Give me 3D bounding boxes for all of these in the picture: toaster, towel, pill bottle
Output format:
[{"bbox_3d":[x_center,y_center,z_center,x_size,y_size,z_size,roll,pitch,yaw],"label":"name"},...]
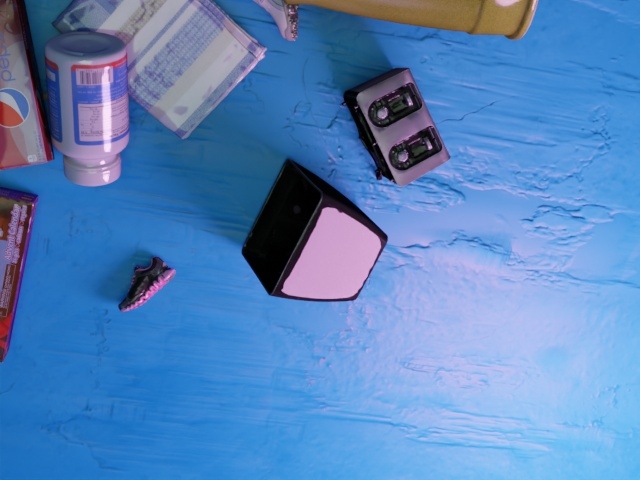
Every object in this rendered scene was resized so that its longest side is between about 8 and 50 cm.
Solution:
[{"bbox_3d":[0.120,-0.186,1.544,0.110,0.186,0.168,-27,102,-2],"label":"toaster"},{"bbox_3d":[-0.255,-0.324,1.512,0.285,0.034,0.209,41,100,-16],"label":"towel"},{"bbox_3d":[-0.363,-0.203,1.477,0.124,0.124,0.222,1,122,-9],"label":"pill bottle"}]

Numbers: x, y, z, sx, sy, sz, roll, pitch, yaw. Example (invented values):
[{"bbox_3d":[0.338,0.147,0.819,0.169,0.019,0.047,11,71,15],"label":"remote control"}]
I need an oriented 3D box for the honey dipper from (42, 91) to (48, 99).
[{"bbox_3d":[-0.457,-0.226,1.518,0.160,0.030,0.031,-27,110,-4],"label":"honey dipper"}]

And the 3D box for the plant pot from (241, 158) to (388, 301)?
[{"bbox_3d":[0.000,0.000,1.582,0.166,0.188,0.188,21,104,-26],"label":"plant pot"}]

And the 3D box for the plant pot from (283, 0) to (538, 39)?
[{"bbox_3d":[0.110,-0.468,1.361,0.352,0.366,0.367,-3,108,-1],"label":"plant pot"}]

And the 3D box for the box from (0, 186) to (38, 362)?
[{"bbox_3d":[-0.599,0.046,1.565,0.200,0.057,0.294,12,105,-11],"label":"box"}]

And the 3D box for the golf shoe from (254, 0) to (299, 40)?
[{"bbox_3d":[-0.088,-0.399,1.505,0.085,0.069,0.176,-14,104,14],"label":"golf shoe"}]

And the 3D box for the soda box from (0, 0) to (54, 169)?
[{"bbox_3d":[-0.479,-0.244,1.449,0.083,0.092,0.264,-10,98,-6],"label":"soda box"}]

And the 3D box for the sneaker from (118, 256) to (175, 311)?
[{"bbox_3d":[-0.309,0.074,1.631,0.119,0.047,0.057,-41,89,4],"label":"sneaker"}]
